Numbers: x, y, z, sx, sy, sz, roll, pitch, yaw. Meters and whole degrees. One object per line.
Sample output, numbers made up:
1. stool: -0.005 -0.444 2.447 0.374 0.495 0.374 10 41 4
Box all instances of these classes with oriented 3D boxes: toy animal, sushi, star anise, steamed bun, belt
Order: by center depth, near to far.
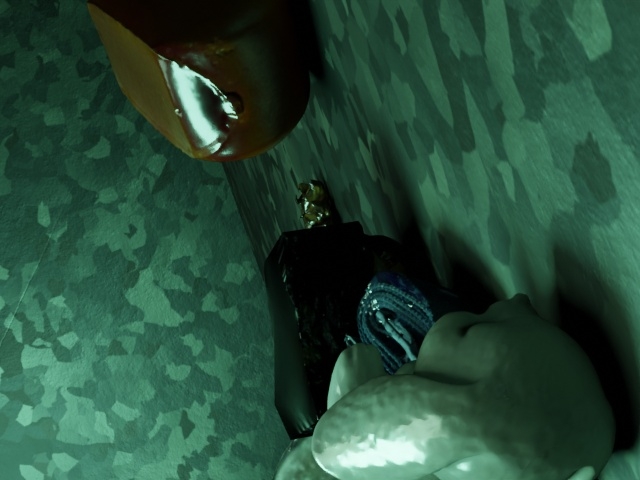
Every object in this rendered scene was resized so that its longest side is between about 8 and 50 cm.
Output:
1. toy animal: 0.149 0.165 1.105 0.265 0.272 0.206 137 144 -57
2. belt: 0.130 0.114 1.363 0.122 0.128 0.218 -69 22 11
3. sushi: 0.045 0.113 1.574 0.215 0.212 0.227 128 133 -70
4. steamed bun: -0.151 -0.279 1.792 0.379 0.248 0.235 39 152 53
5. star anise: -0.002 0.002 2.029 0.234 0.073 0.177 -93 -2 -57

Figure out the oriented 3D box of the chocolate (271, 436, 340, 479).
1. chocolate: 0.093 0.368 1.747 0.213 0.303 0.303 0 -111 -76
